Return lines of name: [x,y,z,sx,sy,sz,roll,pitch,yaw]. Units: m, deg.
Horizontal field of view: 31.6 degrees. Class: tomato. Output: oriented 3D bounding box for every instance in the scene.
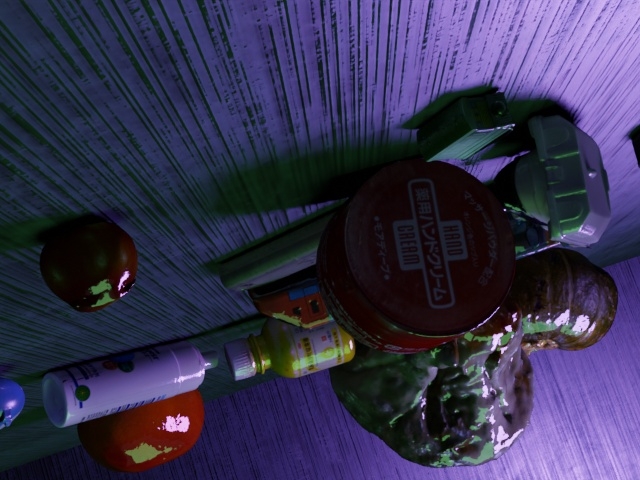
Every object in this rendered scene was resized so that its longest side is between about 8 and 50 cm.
tomato: [-0.360,0.370,2.278,0.260,0.180,0.260,-18,173,-2]
tomato: [-0.200,0.025,0.991,0.087,0.075,0.087,-21,173,-3]

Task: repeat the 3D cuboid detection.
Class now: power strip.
power strip: [0.000,0.000,1.338,0.268,0.034,0.092,-24,168,30]

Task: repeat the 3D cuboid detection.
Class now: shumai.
shumai: [0.220,0.194,2.005,0.324,0.397,0.323,-57,171,-30]

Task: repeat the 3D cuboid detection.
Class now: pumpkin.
pumpkin: [0.409,0.100,2.265,0.325,0.242,0.232,-19,142,27]

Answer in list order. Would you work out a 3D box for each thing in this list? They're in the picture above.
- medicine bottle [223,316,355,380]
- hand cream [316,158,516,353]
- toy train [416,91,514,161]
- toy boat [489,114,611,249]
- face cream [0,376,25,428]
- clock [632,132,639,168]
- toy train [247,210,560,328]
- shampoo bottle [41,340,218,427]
medicine bottle: [-0.057,0.180,1.956,0.212,0.122,0.122,-16,170,-13]
hand cream: [0.096,0.020,1.183,0.193,0.193,0.125,-15,172,-19]
toy train: [0.130,-0.100,1.026,0.056,0.038,0.093,-10,167,-31]
toy boat: [0.256,-0.054,1.254,0.141,0.141,0.269,-20,172,6]
face cream: [-0.525,0.258,1.625,0.264,0.083,0.149,-26,168,36]
clock: [0.489,-0.144,1.445,0.184,0.040,0.184,-18,169,-3]
toy train: [0.108,0.028,1.476,0.409,0.089,0.086,-19,-154,-6]
shampoo bottle: [-0.299,0.226,1.853,0.303,0.092,0.092,-11,168,-37]
